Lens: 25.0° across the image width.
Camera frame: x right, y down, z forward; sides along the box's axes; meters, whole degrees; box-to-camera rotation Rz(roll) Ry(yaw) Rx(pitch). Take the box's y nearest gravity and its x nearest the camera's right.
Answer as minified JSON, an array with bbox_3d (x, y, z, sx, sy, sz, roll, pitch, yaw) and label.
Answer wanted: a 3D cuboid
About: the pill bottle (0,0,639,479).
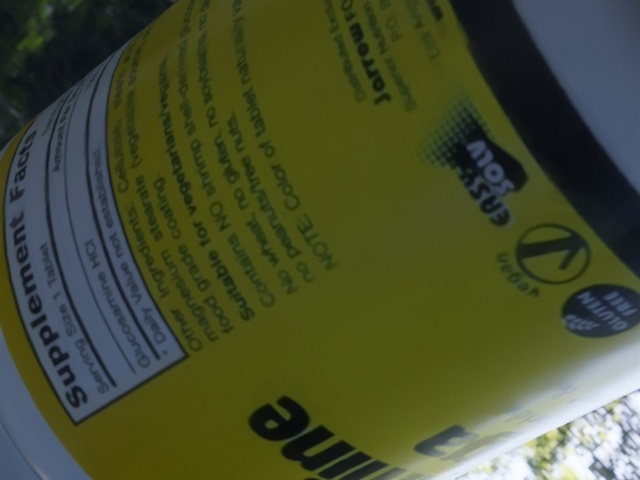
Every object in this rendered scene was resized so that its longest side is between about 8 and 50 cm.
[{"bbox_3d":[0.000,0.000,0.500,0.334,0.188,0.188,-33,-138,32],"label":"pill bottle"}]
